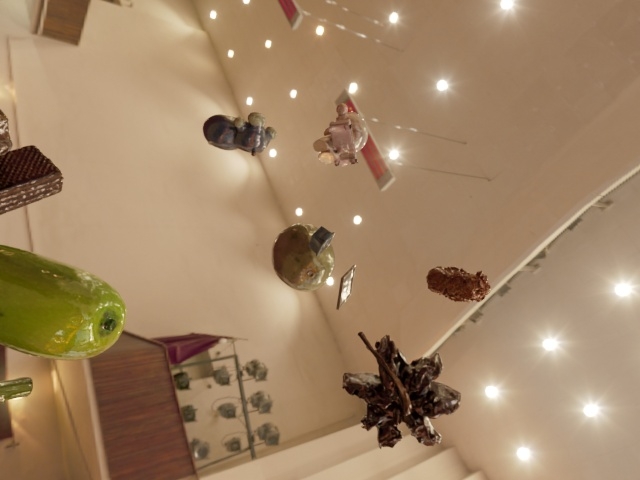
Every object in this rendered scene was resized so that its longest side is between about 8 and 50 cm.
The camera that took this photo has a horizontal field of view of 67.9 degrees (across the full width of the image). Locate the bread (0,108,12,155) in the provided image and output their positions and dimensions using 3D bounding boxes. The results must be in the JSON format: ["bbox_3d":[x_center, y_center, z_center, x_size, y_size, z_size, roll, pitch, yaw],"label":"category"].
[{"bbox_3d":[-0.770,-0.249,0.980,0.416,0.165,0.113,27,-58,44],"label":"bread"}]

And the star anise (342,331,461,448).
[{"bbox_3d":[0.146,0.293,0.880,0.220,0.126,0.190,16,-76,4],"label":"star anise"}]

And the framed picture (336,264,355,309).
[{"bbox_3d":[0.050,0.089,0.916,0.007,0.089,0.066,12,-74,16],"label":"framed picture"}]

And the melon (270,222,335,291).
[{"bbox_3d":[-0.069,0.067,1.873,0.272,0.272,0.308,-51,-141,36],"label":"melon"}]

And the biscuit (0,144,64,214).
[{"bbox_3d":[-0.725,-0.083,0.946,0.107,0.388,0.073,40,-46,14],"label":"biscuit"}]

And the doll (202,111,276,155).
[{"bbox_3d":[-0.320,-0.414,1.826,0.258,0.228,0.154,16,-92,14],"label":"doll"}]

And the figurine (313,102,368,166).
[{"bbox_3d":[0.082,-0.337,1.506,0.144,0.256,0.182,-21,-68,28],"label":"figurine"}]

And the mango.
[{"bbox_3d":[-0.491,0.093,0.781,0.192,0.343,0.156,116,-4,-66],"label":"mango"}]

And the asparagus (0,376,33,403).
[{"bbox_3d":[-0.657,0.301,0.935,0.041,0.178,0.045,1,-97,20],"label":"asparagus"}]

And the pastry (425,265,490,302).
[{"bbox_3d":[0.342,0.112,1.211,0.169,0.063,0.087,7,-86,44],"label":"pastry"}]

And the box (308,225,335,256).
[{"bbox_3d":[0.000,0.000,1.619,0.054,0.074,0.099,41,-33,10],"label":"box"}]
